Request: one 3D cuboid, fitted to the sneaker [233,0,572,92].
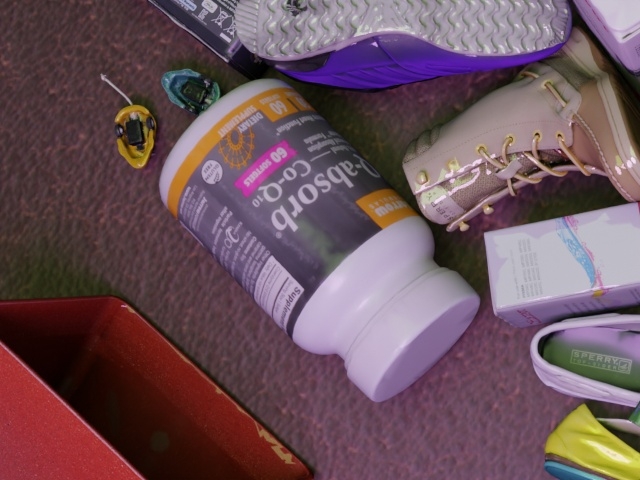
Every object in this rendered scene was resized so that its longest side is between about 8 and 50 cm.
[{"bbox_3d":[0.081,-0.188,1.617,0.293,0.146,0.102,1,74,13],"label":"sneaker"}]

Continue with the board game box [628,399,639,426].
[{"bbox_3d":[0.442,0.136,1.464,0.317,0.046,0.213,30,89,1],"label":"board game box"}]

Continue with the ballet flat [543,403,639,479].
[{"bbox_3d":[0.301,0.208,1.526,0.231,0.077,0.077,26,72,20],"label":"ballet flat"}]

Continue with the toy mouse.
[{"bbox_3d":[-0.123,-0.105,1.717,0.143,0.031,0.161,-18,76,12],"label":"toy mouse"}]

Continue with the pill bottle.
[{"bbox_3d":[0.000,0.000,1.597,0.162,0.162,0.278,-46,72,4],"label":"pill bottle"}]

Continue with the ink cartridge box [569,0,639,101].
[{"bbox_3d":[0.259,-0.229,1.523,0.100,0.237,0.172,-34,74,8],"label":"ink cartridge box"}]

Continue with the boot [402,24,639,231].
[{"bbox_3d":[0.177,-0.068,1.535,0.203,0.095,0.262,-32,29,10],"label":"boot"}]

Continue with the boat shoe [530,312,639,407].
[{"bbox_3d":[0.305,0.111,1.531,0.258,0.084,0.095,0,80,16],"label":"boat shoe"}]

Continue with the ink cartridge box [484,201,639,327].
[{"bbox_3d":[0.238,0.019,1.543,0.175,0.127,0.072,-11,78,13],"label":"ink cartridge box"}]

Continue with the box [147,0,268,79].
[{"bbox_3d":[-0.122,-0.394,1.736,0.395,0.097,0.318,38,94,18],"label":"box"}]

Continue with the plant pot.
[{"bbox_3d":[-0.213,0.224,1.581,0.267,0.267,0.236,40,105,18],"label":"plant pot"}]
